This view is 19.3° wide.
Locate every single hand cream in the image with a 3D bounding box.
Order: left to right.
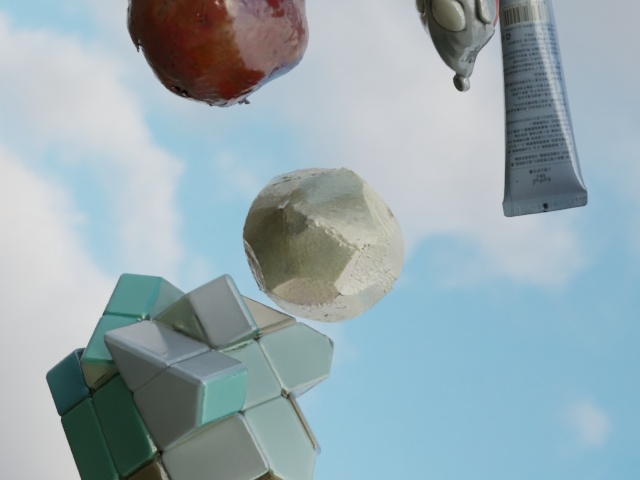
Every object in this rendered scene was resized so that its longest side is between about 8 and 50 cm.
[{"bbox_3d":[0.224,-0.161,2.002,0.058,0.091,0.271,37,47,-72],"label":"hand cream"}]

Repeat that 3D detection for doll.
[{"bbox_3d":[0.132,-0.244,1.808,0.102,0.075,0.227,43,-34,47],"label":"doll"}]

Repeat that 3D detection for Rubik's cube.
[{"bbox_3d":[-0.105,0.139,1.744,0.213,0.224,0.265,-38,-111,42],"label":"Rubik's cube"}]

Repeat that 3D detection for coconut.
[{"bbox_3d":[0.003,0.001,1.945,0.161,0.161,0.162,49,0,23],"label":"coconut"}]

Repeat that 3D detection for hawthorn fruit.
[{"bbox_3d":[-0.104,-0.240,1.835,0.181,0.181,0.235,47,-15,27],"label":"hawthorn fruit"}]
